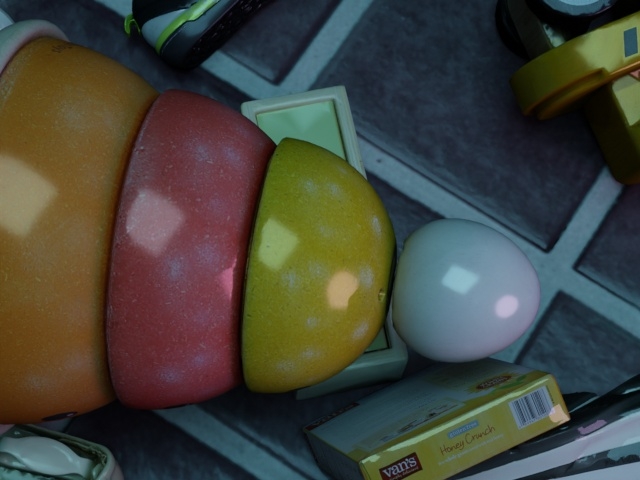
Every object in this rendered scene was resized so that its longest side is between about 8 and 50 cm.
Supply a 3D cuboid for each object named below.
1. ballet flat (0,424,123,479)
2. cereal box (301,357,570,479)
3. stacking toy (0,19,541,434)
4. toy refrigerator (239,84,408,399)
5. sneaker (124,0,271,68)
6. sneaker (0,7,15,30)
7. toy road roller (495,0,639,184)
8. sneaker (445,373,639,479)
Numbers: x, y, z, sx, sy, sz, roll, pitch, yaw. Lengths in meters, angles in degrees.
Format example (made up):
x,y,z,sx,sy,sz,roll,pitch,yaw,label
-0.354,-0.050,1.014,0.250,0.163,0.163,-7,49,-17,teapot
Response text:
x,y,z,sx,sy,sz,roll,pitch,yaw,label
-0.292,0.180,1.407,0.248,0.086,0.086,15,71,3,ballet flat
0.089,0.154,1.353,0.173,0.240,0.047,-24,94,-10,cereal box
-0.062,0.019,1.302,0.480,0.350,0.350,8,71,9,stacking toy
0.000,0.000,1.475,0.102,0.094,0.269,-10,73,-6,toy refrigerator
-0.093,-0.270,1.567,0.235,0.084,0.097,-42,77,-15,sneaker
-0.427,-0.203,1.527,0.226,0.086,0.163,33,70,7,sneaker
0.335,-0.199,1.511,0.330,0.202,0.240,-22,86,-5,toy road roller
0.257,0.257,1.362,0.448,0.169,0.257,-18,93,10,sneaker
